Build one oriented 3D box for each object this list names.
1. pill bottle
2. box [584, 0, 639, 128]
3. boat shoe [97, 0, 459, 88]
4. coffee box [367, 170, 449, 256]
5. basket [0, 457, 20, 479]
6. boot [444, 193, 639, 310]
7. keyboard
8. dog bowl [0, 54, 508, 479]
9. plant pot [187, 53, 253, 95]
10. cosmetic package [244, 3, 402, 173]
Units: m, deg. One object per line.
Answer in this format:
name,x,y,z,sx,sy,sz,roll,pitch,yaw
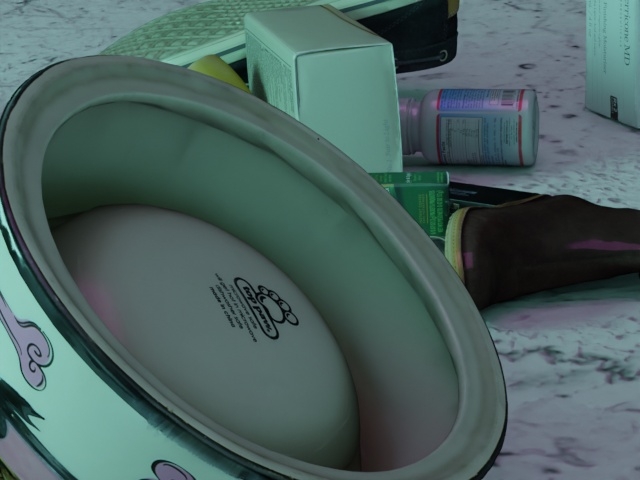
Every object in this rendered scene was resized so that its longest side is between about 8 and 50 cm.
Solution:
pill bottle,0.164,-0.128,2.165,0.160,0.087,0.087,2,20,13
box,0.424,-0.246,2.316,0.182,0.181,0.119,-12,21,-23
boat shoe,-0.056,-0.228,2.389,0.500,0.156,0.187,-16,26,-3
coffee box,0.031,-0.007,1.816,0.184,0.113,0.040,0,23,3
basket,-0.201,0.068,1.487,0.223,0.213,0.299,-1,20,8
boot,0.230,0.008,1.774,0.207,0.090,0.248,1,17,17
keyboard,0.138,-0.041,2.025,0.180,0.023,0.108,8,16,30
dog bowl,-0.076,0.064,1.324,0.408,0.150,0.408,28,31,-19
plant pot,-0.117,-0.130,2.178,0.095,0.134,0.134,34,33,16
cosmetic package,-0.002,-0.165,2.151,0.113,0.160,0.309,-8,17,-11
